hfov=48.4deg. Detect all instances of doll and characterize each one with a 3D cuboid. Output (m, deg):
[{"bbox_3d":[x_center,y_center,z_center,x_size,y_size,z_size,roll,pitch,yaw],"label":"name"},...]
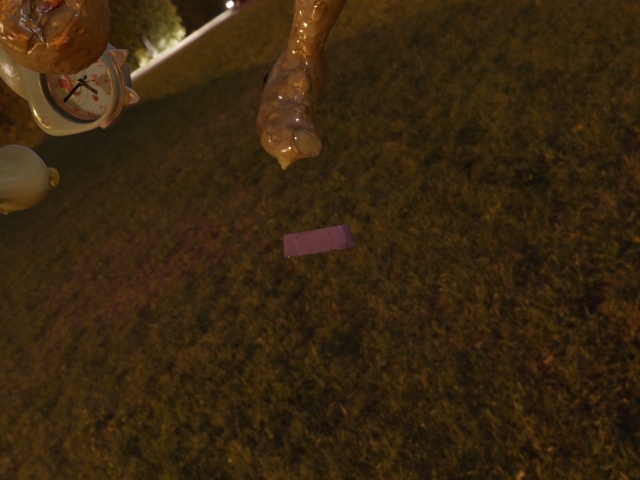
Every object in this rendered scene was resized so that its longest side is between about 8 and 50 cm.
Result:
[{"bbox_3d":[-0.597,-0.089,1.296,0.141,0.117,0.296,18,30,8],"label":"doll"}]

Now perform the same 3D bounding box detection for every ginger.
[{"bbox_3d":[-0.051,-0.256,1.222,0.363,0.122,0.348,-34,35,67],"label":"ginger"}]

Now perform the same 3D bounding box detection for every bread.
[{"bbox_3d":[-0.513,-0.431,1.320,0.244,0.244,0.134,-38,2,-8],"label":"bread"}]

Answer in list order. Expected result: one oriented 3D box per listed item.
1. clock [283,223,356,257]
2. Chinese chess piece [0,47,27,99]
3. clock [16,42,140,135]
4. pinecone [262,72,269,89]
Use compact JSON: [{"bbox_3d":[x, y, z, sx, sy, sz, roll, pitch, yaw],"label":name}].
[{"bbox_3d":[0.000,0.000,1.525,0.153,0.050,0.110,-9,0,20],"label":"clock"},{"bbox_3d":[-0.884,-0.601,2.299,0.146,0.349,0.349,-25,26,31],"label":"Chinese chess piece"},{"bbox_3d":[-0.627,-0.420,1.886,0.324,0.265,0.108,-1,22,17],"label":"clock"},{"bbox_3d":[-0.119,-0.429,1.948,0.083,0.077,0.077,-24,25,0],"label":"pinecone"}]
